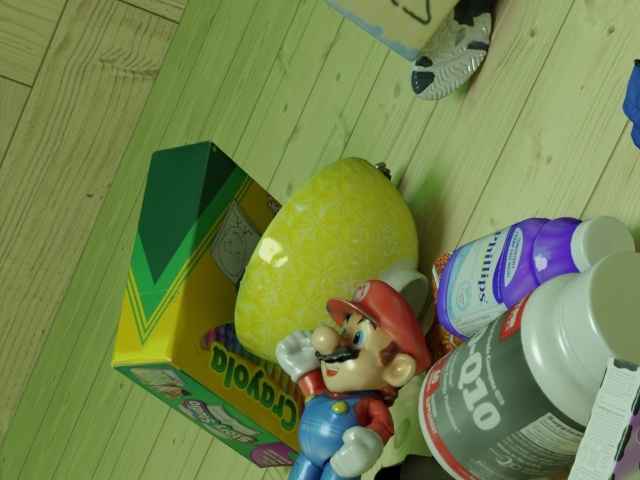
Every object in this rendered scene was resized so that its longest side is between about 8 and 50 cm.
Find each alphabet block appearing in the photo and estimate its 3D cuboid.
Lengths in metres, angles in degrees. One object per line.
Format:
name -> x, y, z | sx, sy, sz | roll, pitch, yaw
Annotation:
alphabet block -> 0.084, -0.379, 2.175 | 0.197, 0.192, 0.193 | -53, 28, 10

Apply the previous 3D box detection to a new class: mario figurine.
mario figurine -> 0.004, 0.189, 1.939 | 0.321, 0.198, 0.170 | -68, -21, -13

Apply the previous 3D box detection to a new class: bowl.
bowl -> 0.042, 0.057, 2.126 | 0.156, 0.289, 0.289 | 32, 106, 25

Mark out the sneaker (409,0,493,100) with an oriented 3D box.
sneaker -> 0.160, -0.290, 2.270 | 0.153, 0.094, 0.235 | -6, 66, 68

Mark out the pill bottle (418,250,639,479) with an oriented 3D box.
pill bottle -> 0.231, 0.129, 1.635 | 0.283, 0.161, 0.161 | -44, 34, 50

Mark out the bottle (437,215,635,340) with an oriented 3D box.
bottle -> 0.229, 0.036, 1.815 | 0.283, 0.092, 0.118 | -25, 48, 62

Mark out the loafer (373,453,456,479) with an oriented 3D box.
loafer -> 0.125, 0.277, 1.882 | 0.220, 0.078, 0.080 | -30, 45, 60

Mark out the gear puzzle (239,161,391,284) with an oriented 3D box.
gear puzzle -> 0.000, 0.000, 2.219 | 0.339, 0.044, 0.175 | -22, -38, -58

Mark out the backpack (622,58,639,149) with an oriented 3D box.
backpack -> 0.361, -0.113, 1.625 | 0.120, 0.098, 0.101 | -129, 39, -56

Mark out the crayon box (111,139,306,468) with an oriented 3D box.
crayon box -> -0.112, 0.094, 2.248 | 0.106, 0.363, 0.313 | -9, 59, 29

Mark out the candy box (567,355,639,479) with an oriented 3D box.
candy box -> 0.292, 0.216, 1.403 | 0.196, 0.164, 0.070 | -71, 19, 0

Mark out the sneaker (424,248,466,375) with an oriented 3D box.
sneaker -> 0.163, 0.097, 1.989 | 0.064, 0.067, 0.175 | 32, 118, 49
